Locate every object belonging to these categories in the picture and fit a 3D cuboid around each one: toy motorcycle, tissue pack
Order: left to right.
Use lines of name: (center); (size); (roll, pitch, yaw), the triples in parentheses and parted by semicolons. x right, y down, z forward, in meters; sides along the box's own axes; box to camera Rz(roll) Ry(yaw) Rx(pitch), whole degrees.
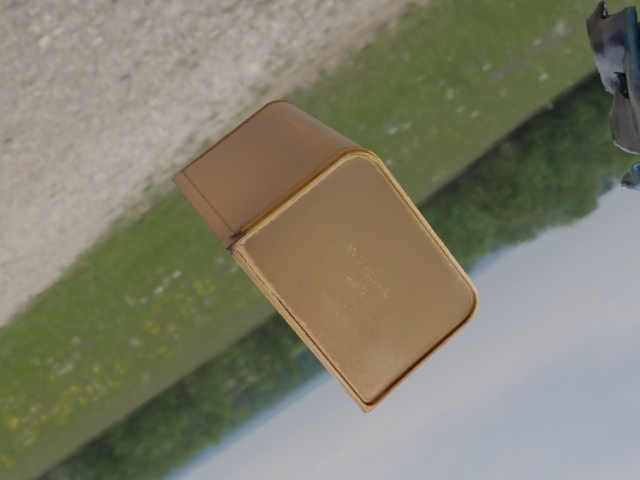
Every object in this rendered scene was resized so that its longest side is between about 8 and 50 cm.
tissue pack: (0.000, 0.000, 1.142); (0.145, 0.194, 0.274); (-38, -159, -3)
toy motorcycle: (0.364, -0.131, 1.300); (0.172, 0.232, 0.416); (-6, 177, 10)
